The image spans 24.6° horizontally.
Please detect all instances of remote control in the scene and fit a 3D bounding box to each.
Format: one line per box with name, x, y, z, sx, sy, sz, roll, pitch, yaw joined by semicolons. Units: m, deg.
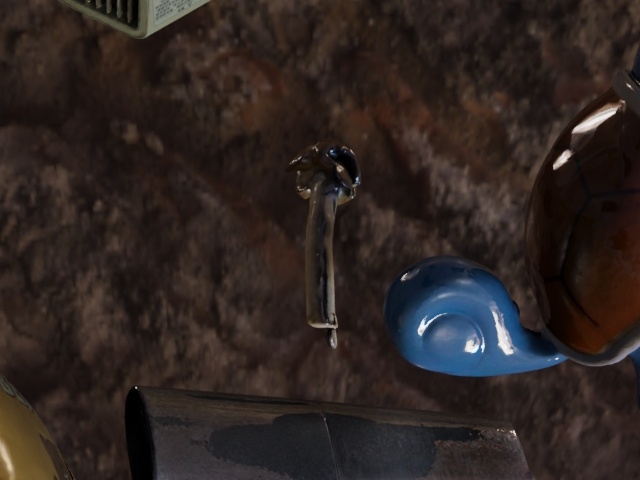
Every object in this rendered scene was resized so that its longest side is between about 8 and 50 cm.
remote control;0.017;0.182;1.206;0.377;0.044;0.107;8;-130;-33

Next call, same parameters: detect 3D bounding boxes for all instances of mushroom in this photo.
mushroom;0.000;0.000;1.266;0.061;0.060;0.187;-11;-116;36

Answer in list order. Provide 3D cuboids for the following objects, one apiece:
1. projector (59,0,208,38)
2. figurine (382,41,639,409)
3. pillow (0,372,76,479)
projector;-0.136;-0.240;0.813;0.193;0.088;0.269;-35;-113;-21
figurine;0.257;-0.015;1.203;0.243;0.416;0.298;38;-163;-18
pillow;-0.262;0.221;1.201;0.119;0.310;0.312;-26;-113;-4
